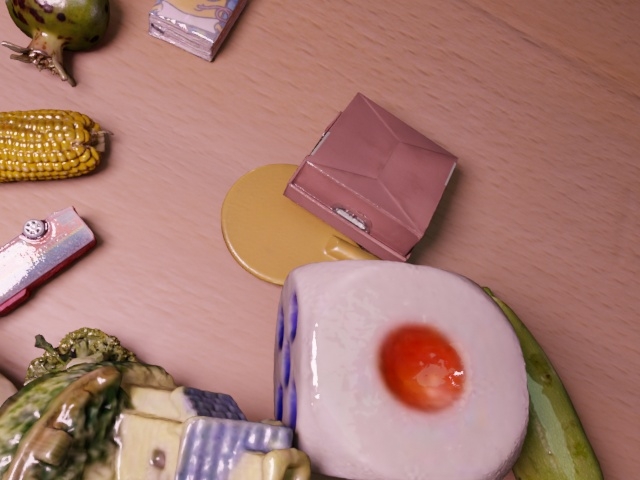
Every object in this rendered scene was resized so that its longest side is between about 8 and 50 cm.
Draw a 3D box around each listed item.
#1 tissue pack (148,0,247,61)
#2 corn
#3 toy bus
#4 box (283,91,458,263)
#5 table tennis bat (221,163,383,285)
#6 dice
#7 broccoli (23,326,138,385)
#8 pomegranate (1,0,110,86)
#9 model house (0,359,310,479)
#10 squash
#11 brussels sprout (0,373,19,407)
[{"bbox_3d":[-0.202,-0.392,0.880,0.116,0.065,0.155,25,68,-6],"label":"tissue pack"},{"bbox_3d":[-0.445,-0.127,0.710,0.311,0.101,0.101,-6,73,-18],"label":"corn"},{"bbox_3d":[-0.393,0.032,0.690,0.192,0.065,0.077,-42,93,-22],"label":"toy bus"},{"bbox_3d":[0.086,-0.102,0.816,0.215,0.086,0.215,34,51,-1],"label":"box"},{"bbox_3d":[0.000,0.000,0.808,0.321,0.050,0.198,29,65,0],"label":"table tennis bat"},{"bbox_3d":[0.078,0.169,0.663,0.259,0.251,0.243,6,72,-12],"label":"dice"},{"bbox_3d":[-0.287,0.170,0.639,0.130,0.120,0.131,7,67,-19],"label":"broccoli"},{"bbox_3d":[-0.396,-0.333,0.783,0.149,0.148,0.169,25,93,-5],"label":"pomegranate"},{"bbox_3d":[-0.158,0.285,0.494,0.266,0.261,0.321,0,72,26],"label":"model house"},{"bbox_3d":[0.308,0.237,0.771,0.118,0.118,0.370,-11,73,-17],"label":"squash"},{"bbox_3d":[-0.455,0.208,0.517,0.317,0.242,0.273,-20,80,-17],"label":"brussels sprout"}]
